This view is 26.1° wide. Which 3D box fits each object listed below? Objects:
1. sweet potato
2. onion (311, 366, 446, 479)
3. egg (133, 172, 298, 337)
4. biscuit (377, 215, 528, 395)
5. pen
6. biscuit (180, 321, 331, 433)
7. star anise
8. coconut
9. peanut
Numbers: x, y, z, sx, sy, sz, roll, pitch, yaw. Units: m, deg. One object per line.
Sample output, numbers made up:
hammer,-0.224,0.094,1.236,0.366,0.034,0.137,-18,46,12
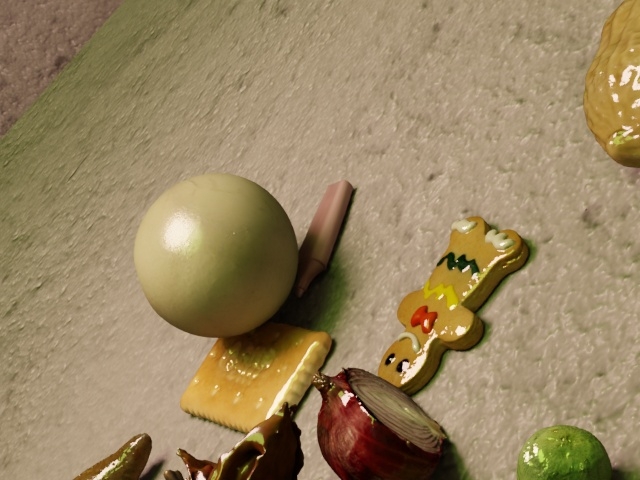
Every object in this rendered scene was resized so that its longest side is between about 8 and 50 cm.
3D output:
sweet potato,-0.329,0.393,1.838,0.124,0.098,0.310,6,57,33
onion,0.044,0.209,1.474,0.098,0.151,0.206,-62,10,9
egg,-0.138,0.020,1.831,0.219,0.219,0.269,-52,9,-3
biscuit,0.141,0.075,1.598,0.240,0.035,0.158,-56,26,-10
pen,0.000,0.000,1.896,0.053,0.032,0.197,-18,39,45
biscuit,-0.090,0.174,1.817,0.249,0.030,0.160,7,62,58
star anise,-0.094,0.294,1.531,0.346,0.148,0.237,-5,65,59
coconut,0.222,0.214,1.263,0.087,0.096,0.088,-8,47,8
peanut,0.372,-0.187,1.495,0.196,0.110,0.233,-8,48,52
